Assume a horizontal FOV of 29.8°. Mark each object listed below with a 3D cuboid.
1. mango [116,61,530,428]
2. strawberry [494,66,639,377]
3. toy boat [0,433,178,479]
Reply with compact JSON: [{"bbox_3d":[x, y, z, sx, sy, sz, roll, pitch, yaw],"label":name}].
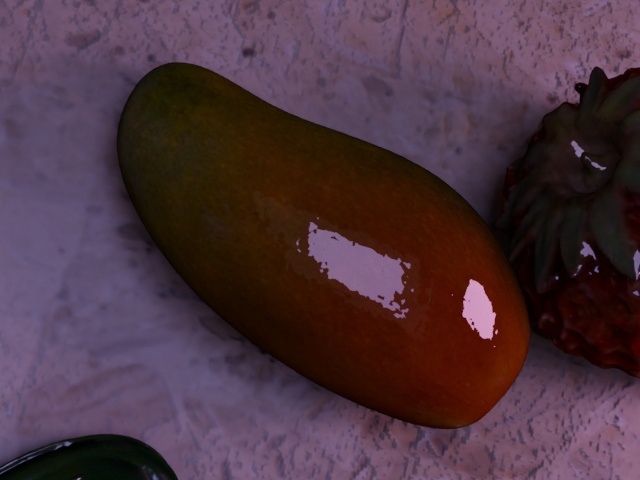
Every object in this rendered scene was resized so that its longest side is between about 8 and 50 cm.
[{"bbox_3d":[-0.001,0.005,0.721,0.289,0.129,0.146,28,75,-3],"label":"mango"},{"bbox_3d":[0.238,0.011,0.785,0.244,0.205,0.205,36,71,-33],"label":"strawberry"},{"bbox_3d":[-0.173,0.181,0.673,0.210,0.052,0.104,-28,88,-21],"label":"toy boat"}]
